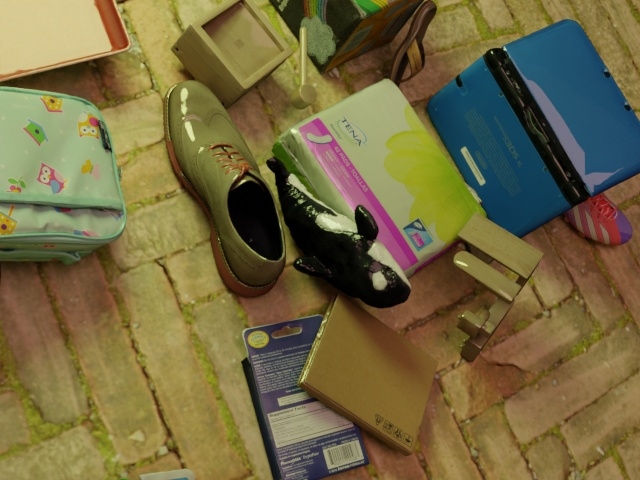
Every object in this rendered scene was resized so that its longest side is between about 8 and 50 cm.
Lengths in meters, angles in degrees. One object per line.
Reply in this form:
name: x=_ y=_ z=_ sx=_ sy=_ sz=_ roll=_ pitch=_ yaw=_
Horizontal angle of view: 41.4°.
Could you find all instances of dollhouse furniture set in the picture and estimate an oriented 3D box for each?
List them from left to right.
dollhouse furniture set: x=0.240 y=0.074 z=1.326 sx=0.123 sy=0.151 sz=0.144 roll=34 pitch=58 yaw=15

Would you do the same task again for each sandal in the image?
sandal: x=0.159 y=-0.316 z=1.435 sx=0.049 sy=0.072 sz=0.180 roll=29 pitch=101 yaw=12

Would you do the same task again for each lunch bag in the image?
lunch bag: x=-0.383 y=-0.079 z=1.082 sx=0.279 sy=0.108 sz=0.224 roll=0 pitch=68 yaw=-47

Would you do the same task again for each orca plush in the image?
orca plush: x=0.000 y=0.000 z=1.232 sx=0.102 sy=0.151 sz=0.287 roll=-31 pitch=82 yaw=-37

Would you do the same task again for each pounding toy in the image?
pounding toy: x=-0.100 y=-0.281 z=1.351 sx=0.206 sy=0.094 sz=0.181 roll=50 pitch=54 yaw=-8

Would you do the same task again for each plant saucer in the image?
plant saucer: x=-0.438 y=-0.348 z=1.234 sx=0.259 sy=0.048 sz=0.258 roll=-19 pitch=78 yaw=-17

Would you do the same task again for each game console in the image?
game console: x=0.370 y=-0.185 z=1.441 sx=0.173 sy=0.250 sz=0.293 roll=-17 pitch=76 yaw=-45

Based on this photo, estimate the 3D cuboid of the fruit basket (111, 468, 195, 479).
fruit basket: x=-0.278 y=0.448 z=0.927 sx=0.327 sy=0.165 sz=0.353 roll=-1 pitch=73 yaw=-24

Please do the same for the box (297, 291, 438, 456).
box: x=0.075 y=0.192 z=1.234 sx=0.201 sy=0.021 sz=0.164 roll=36 pitch=51 yaw=-16

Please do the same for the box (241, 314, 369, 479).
box: x=-0.027 y=0.224 z=1.197 sx=0.136 sy=0.036 sz=0.225 roll=-9 pitch=73 yaw=-27

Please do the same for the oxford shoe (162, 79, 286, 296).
oxford shoe: x=-0.127 y=-0.098 z=1.234 sx=0.123 sy=0.130 sz=0.348 roll=-20 pitch=78 yaw=-29

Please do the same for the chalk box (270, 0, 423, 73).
chalk box: x=0.017 y=-0.466 z=1.421 sx=0.179 sy=0.180 sz=0.289 roll=-31 pitch=84 yaw=-30

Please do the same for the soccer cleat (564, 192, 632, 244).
soccer cleat: x=0.463 y=-0.080 z=1.500 sx=0.248 sy=0.095 sz=0.083 roll=38 pitch=61 yaw=-4

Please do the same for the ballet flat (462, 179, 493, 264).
ballet flat: x=0.259 y=-0.042 z=1.421 sx=0.057 sy=0.052 sz=0.168 roll=-16 pitch=76 yaw=-27

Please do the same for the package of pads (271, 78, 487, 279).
package of pads: x=0.100 y=-0.091 z=1.346 sx=0.229 sy=0.101 sz=0.296 roll=-32 pitch=84 yaw=-30
